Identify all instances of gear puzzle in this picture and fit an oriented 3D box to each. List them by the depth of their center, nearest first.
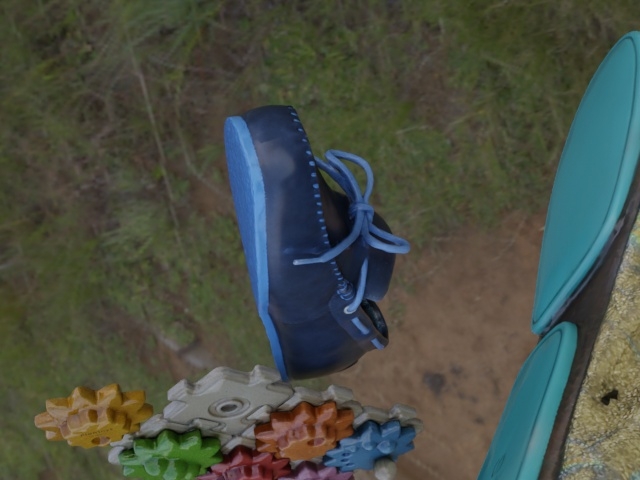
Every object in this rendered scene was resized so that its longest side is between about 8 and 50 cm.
[{"bbox_3d":[-0.070,0.168,0.852,0.175,0.339,0.044,-39,47,31],"label":"gear puzzle"}]

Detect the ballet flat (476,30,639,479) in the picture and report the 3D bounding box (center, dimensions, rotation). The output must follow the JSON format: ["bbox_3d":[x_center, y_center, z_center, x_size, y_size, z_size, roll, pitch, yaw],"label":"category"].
[{"bbox_3d":[0.143,0.049,0.460,0.123,0.348,0.123,16,143,12],"label":"ballet flat"}]

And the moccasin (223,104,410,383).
[{"bbox_3d":[0.000,0.000,0.799,0.342,0.117,0.138,82,175,-65],"label":"moccasin"}]
